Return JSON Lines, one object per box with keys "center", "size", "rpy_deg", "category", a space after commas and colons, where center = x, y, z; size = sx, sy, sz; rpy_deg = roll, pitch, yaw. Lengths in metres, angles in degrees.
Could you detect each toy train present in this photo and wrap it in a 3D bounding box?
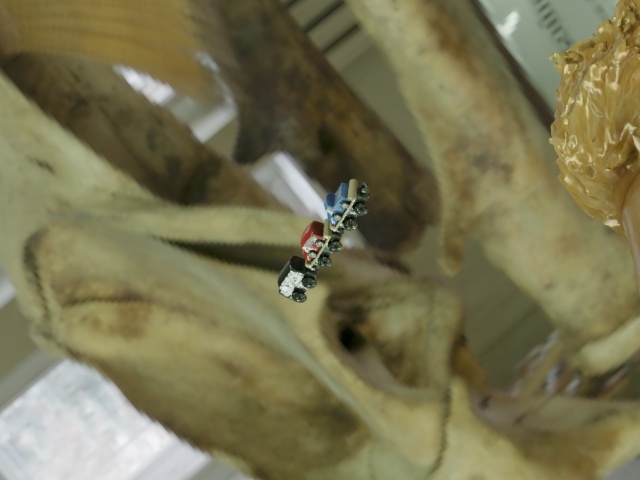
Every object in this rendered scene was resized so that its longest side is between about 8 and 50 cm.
{"center": [0.000, 0.000, 1.305], "size": [0.036, 0.158, 0.027], "rpy_deg": [22, -137, -14], "category": "toy train"}

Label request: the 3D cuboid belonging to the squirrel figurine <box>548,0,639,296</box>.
{"center": [0.330, -0.101, 0.813], "size": [0.281, 0.370, 0.397], "rpy_deg": [2, -140, -41], "category": "squirrel figurine"}
